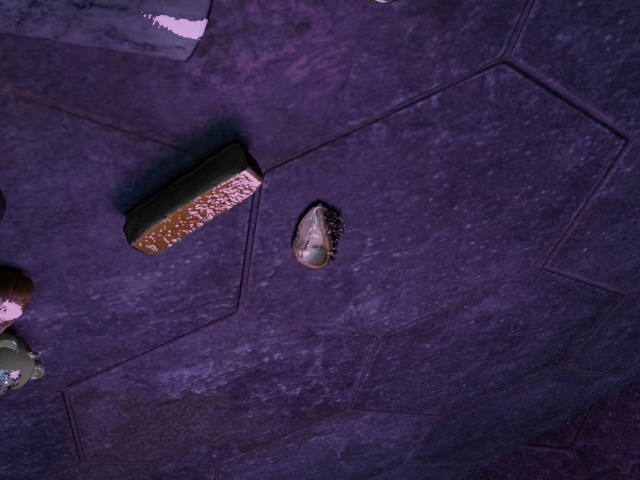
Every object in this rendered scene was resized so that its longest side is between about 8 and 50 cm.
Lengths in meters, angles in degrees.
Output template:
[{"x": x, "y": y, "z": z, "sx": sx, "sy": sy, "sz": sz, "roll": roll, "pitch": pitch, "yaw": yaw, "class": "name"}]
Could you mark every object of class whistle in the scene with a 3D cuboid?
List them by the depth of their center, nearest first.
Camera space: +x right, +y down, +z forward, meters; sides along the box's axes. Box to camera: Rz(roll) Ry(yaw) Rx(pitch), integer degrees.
[{"x": -0.502, "y": 0.191, "z": 1.005, "sx": 0.228, "sy": 0.085, "sz": 0.105, "roll": -19, "pitch": 137, "yaw": -1, "class": "whistle"}]

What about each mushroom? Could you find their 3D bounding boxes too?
[{"x": -0.469, "y": 0.104, "z": 0.913, "sx": 0.210, "sy": 0.072, "sz": 0.094, "roll": -28, "pitch": 133, "yaw": 13, "class": "mushroom"}]

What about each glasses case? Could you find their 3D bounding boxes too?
[{"x": -0.244, "y": -0.213, "z": 0.588, "sx": 0.300, "sy": 0.060, "sz": 0.114, "roll": 2, "pitch": 145, "yaw": -29, "class": "glasses case"}]

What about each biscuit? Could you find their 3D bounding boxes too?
[{"x": -0.156, "y": -0.050, "z": 0.865, "sx": 0.188, "sy": 0.056, "sz": 0.052, "roll": -29, "pitch": 143, "yaw": 17, "class": "biscuit"}]

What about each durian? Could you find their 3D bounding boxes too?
[{"x": 0.001, "y": -0.008, "z": 1.029, "sx": 0.066, "sy": 0.052, "sz": 0.130, "roll": 24, "pitch": 136, "yaw": 5, "class": "durian"}]

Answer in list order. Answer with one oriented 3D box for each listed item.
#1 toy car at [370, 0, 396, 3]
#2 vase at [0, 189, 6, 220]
[{"x": 0.088, "y": -0.317, "z": 0.567, "sx": 0.235, "sy": 0.145, "sz": 0.235, "roll": -9, "pitch": 125, "yaw": -13, "class": "toy car"}, {"x": -0.410, "y": -0.053, "z": 0.698, "sx": 0.183, "sy": 0.120, "sz": 0.120, "roll": 33, "pitch": 121, "yaw": -32, "class": "vase"}]
